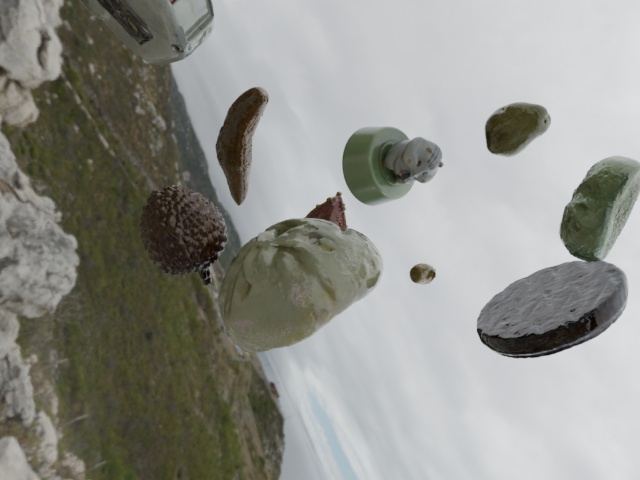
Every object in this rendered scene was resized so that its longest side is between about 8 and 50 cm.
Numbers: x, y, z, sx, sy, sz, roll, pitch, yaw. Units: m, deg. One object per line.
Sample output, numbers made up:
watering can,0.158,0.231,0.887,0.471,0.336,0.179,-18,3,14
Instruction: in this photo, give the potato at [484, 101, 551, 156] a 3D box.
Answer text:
potato,0.584,-0.333,1.456,0.194,0.157,0.157,-13,-77,43

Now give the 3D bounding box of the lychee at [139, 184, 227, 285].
lychee,-0.292,-0.009,1.071,0.238,0.200,0.200,65,-9,-17

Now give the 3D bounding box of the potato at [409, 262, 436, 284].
potato,0.226,0.073,1.085,0.040,0.051,0.083,41,13,36

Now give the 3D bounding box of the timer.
timer,0.278,-0.270,1.695,0.315,0.290,0.291,2,-62,51

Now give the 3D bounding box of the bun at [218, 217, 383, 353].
bun,-0.051,0.065,1.040,0.219,0.365,0.365,63,-9,-9

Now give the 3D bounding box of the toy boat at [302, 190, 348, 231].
toy boat,-0.001,0.006,1.352,0.318,0.140,0.099,110,-5,-45

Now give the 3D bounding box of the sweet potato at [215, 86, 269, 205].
sweet potato,-0.212,-0.244,1.243,0.114,0.092,0.342,31,-51,14

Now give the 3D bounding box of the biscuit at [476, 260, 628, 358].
biscuit,0.629,0.189,1.342,0.091,0.407,0.407,60,-9,-6

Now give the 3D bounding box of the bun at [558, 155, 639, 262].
bun,0.564,-0.070,0.996,0.108,0.221,0.221,28,-33,36

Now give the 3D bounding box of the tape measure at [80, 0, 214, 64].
tape measure,-0.313,-0.437,0.846,0.265,0.130,0.258,47,-25,-27
